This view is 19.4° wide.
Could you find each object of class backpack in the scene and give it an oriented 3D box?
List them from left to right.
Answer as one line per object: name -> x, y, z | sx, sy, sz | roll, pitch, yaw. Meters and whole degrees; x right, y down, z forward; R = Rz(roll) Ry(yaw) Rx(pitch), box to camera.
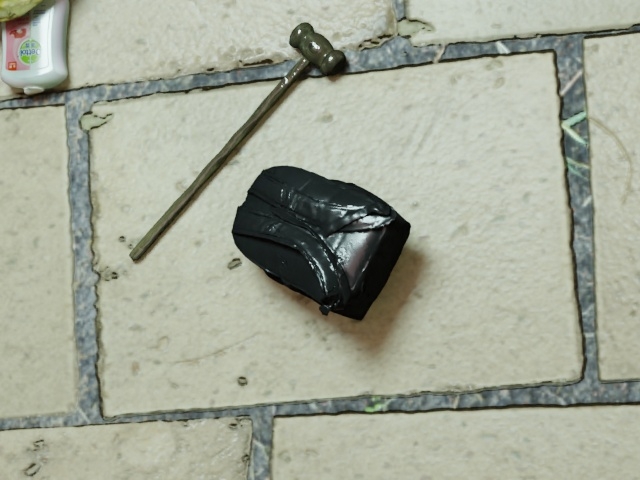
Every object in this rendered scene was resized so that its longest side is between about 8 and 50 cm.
backpack -> 0.001, -0.004, 1.767 | 0.165, 0.106, 0.120 | 33, 90, 38

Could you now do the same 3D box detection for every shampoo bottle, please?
shampoo bottle -> -0.291, -0.197, 1.899 | 0.072, 0.043, 0.099 | -2, 82, 17

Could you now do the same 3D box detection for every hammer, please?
hammer -> -0.089, -0.088, 1.843 | 0.058, 0.029, 0.292 | 44, 97, 18

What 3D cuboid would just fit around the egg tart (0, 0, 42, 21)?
egg tart -> -0.327, -0.306, 1.887 | 0.191, 0.074, 0.191 | -10, 59, 17
